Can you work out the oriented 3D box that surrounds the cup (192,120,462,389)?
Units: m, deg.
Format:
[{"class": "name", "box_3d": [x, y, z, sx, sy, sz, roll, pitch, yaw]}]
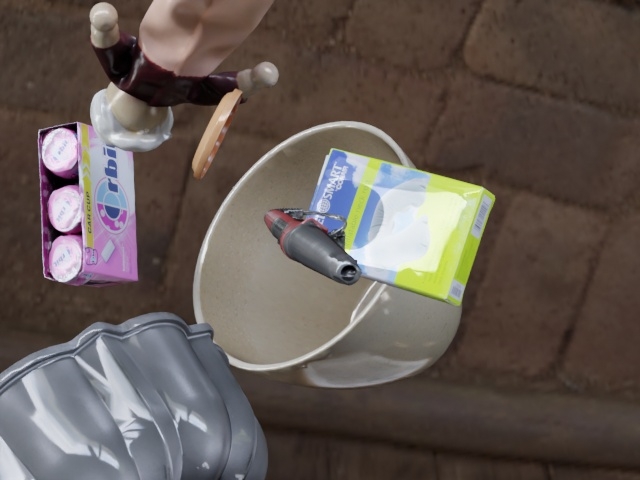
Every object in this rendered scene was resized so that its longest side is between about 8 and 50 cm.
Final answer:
[{"class": "cup", "box_3d": [0.044, 0.052, 1.805, 0.331, 0.331, 0.237, -33, 135, 23]}]

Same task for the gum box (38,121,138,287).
[{"class": "gum box", "box_3d": [-0.274, -0.035, 1.725, 0.062, 0.189, 0.107, -10, 168, 27]}]

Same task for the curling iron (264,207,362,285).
[{"class": "curling iron", "box_3d": [0.000, 0.000, 1.076, 0.068, 0.274, 0.035, 5, 95, -7]}]

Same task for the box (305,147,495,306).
[{"class": "box", "box_3d": [0.059, -0.016, 1.330, 0.178, 0.109, 0.042, 16, 174, 27]}]

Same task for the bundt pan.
[{"class": "bundt pan", "box_3d": [-0.171, 0.216, 1.117, 0.330, 0.124, 0.331, -33, 151, -22]}]

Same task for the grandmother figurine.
[{"class": "grandmother figurine", "box_3d": [-0.143, -0.196, 1.498, 0.207, 0.104, 0.342, 26, 142, -19]}]

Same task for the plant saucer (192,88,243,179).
[{"class": "plant saucer", "box_3d": [-0.089, -0.091, 1.236, 0.013, 0.083, 0.083, 26, 127, -1]}]
